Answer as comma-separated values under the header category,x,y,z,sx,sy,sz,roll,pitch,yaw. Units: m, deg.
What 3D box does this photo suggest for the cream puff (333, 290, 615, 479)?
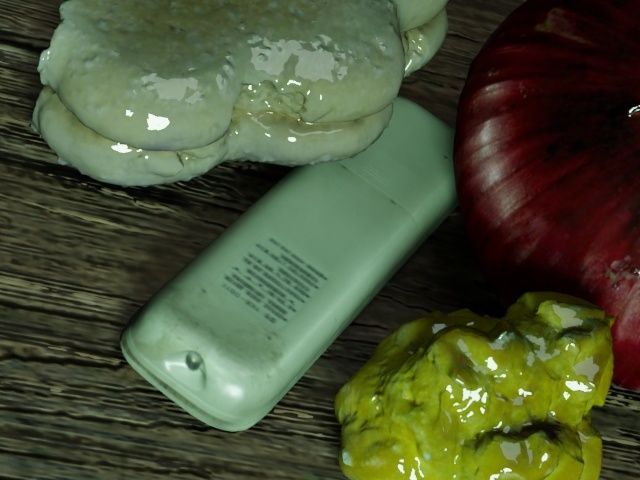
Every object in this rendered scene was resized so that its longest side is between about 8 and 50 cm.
category,x,y,z,sx,sy,sz,roll,pitch,yaw
cream puff,0.088,0.087,0.966,0.146,0.116,0.146,20,41,-18

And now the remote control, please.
category,x,y,z,sx,sy,sz,roll,pitch,yaw
remote control,-0.001,0.000,1.054,0.090,0.038,0.309,35,40,7

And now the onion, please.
category,x,y,z,sx,sy,sz,roll,pitch,yaw
onion,0.209,-0.031,1.116,0.273,0.285,0.273,-1,72,2

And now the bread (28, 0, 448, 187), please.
category,x,y,z,sx,sy,sz,roll,pitch,yaw
bread,-0.025,-0.138,1.102,0.183,0.102,0.337,21,43,11
